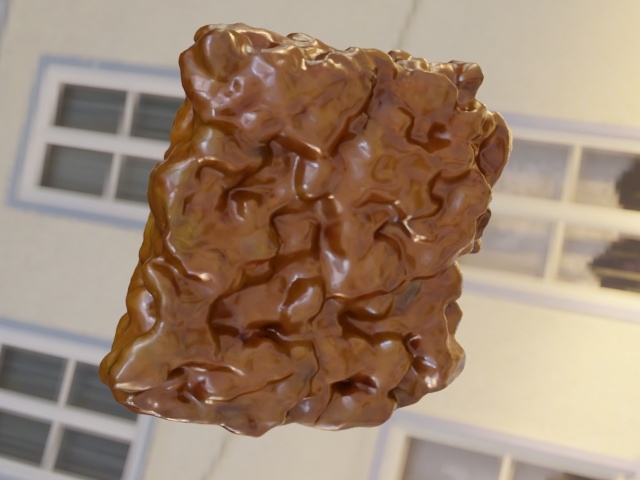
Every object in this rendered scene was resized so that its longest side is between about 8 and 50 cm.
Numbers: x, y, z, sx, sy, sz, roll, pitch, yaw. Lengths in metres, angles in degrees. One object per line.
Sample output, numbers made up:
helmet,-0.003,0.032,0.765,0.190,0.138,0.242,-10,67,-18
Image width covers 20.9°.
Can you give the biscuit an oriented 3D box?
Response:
biscuit,0.000,0.000,1.315,0.318,0.110,0.312,5,-70,-31
